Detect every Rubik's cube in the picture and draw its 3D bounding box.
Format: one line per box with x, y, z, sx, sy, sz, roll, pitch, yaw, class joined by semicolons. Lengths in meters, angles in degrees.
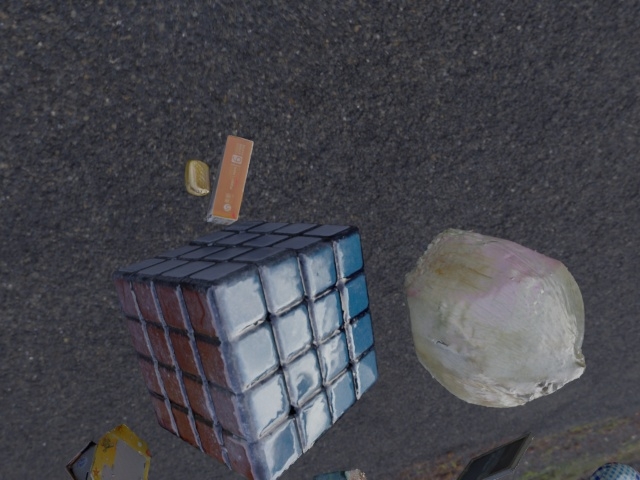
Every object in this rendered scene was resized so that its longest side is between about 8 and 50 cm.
-0.127;0.164;0.811;0.337;0.343;0.345;-26;112;-45;Rubik's cube

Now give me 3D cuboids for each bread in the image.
-0.388;-0.192;1.332;0.056;0.115;0.082;-20;165;40;bread

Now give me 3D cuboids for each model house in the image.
-0.531;0.572;1.029;0.135;0.208;0.220;-23;129;3;model house

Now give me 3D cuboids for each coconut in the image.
0.404;0.190;0.973;0.403;0.405;0.405;-8;130;-10;coconut

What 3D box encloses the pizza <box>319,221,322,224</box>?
0.000;0.000;1.527;0.036;0.176;0.185;-7;155;1;pizza

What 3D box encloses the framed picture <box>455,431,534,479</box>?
0.493;0.655;1.236;0.188;0.023;0.260;-17;152;-46;framed picture

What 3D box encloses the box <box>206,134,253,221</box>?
-0.310;-0.193;1.444;0.091;0.220;0.274;13;86;-17;box

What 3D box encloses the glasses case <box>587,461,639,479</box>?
0.438;0.516;0.683;0.125;0.076;0.327;44;74;-5;glasses case

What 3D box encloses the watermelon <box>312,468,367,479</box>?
0.076;0.782;1.207;0.188;0.175;0.322;-27;114;21;watermelon
